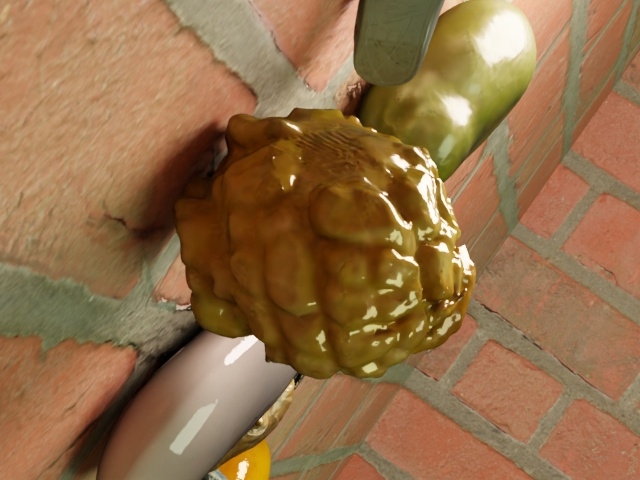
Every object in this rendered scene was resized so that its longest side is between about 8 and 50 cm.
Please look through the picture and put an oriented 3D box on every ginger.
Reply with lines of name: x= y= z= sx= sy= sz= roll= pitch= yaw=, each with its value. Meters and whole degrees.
ginger: x=-0.134 y=0.228 z=1.506 sx=0.294 sy=0.086 sz=0.131 roll=-38 pitch=-167 yaw=-38

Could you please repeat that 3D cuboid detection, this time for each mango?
mango: x=-0.135 y=0.352 z=1.805 sx=0.219 sy=0.112 sz=0.145 roll=-62 pitch=167 yaw=-16

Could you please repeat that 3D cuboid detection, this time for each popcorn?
popcorn: x=0.000 y=0.000 z=1.045 sx=0.250 sy=0.250 sz=0.190 roll=-25 pitch=132 yaw=-68

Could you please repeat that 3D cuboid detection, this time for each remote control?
remote control: x=-0.106 y=0.152 z=1.339 sx=0.332 sy=0.103 sz=0.221 roll=-40 pitch=167 yaw=-51

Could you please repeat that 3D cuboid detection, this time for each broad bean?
broad bean: x=0.129 y=-0.143 z=1.412 sx=0.291 sy=0.119 sz=0.238 roll=-39 pitch=160 yaw=-56

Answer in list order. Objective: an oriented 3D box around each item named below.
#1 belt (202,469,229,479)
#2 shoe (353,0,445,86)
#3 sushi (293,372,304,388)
belt: x=-0.147 y=0.365 z=1.665 sx=0.147 sy=0.082 sz=0.163 roll=-46 pitch=126 yaw=-10
shoe: x=0.070 y=-0.220 z=1.119 sx=0.078 sy=0.079 sz=0.195 roll=-95 pitch=-166 yaw=-47
sushi: x=-0.038 y=0.168 z=1.851 sx=0.139 sy=0.031 sz=0.201 roll=-54 pitch=172 yaw=-4
